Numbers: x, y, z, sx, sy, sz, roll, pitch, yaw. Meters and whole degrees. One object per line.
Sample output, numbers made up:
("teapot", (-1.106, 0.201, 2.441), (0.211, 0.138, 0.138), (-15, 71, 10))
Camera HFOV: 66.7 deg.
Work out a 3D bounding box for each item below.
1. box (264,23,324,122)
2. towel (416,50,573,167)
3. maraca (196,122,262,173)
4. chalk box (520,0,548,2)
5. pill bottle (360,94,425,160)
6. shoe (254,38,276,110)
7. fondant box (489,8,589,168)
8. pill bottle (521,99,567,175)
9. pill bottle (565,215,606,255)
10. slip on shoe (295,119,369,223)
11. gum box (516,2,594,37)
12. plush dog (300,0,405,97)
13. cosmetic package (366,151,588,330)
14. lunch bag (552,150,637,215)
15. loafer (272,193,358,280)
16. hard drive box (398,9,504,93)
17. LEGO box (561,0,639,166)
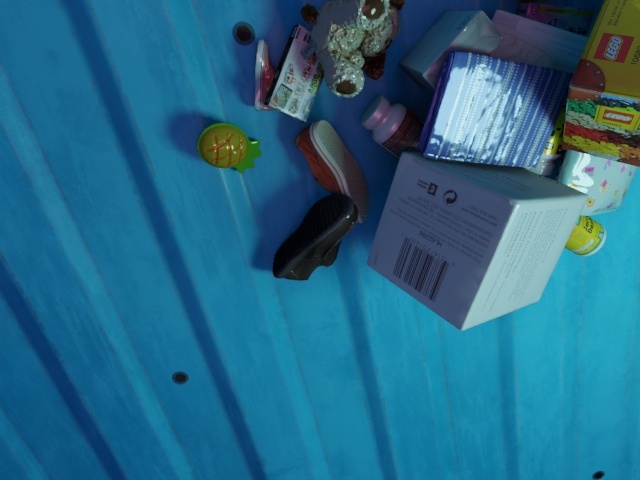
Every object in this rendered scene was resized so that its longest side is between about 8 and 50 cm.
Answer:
("box", (-0.052, -0.415, 1.224), (0.114, 0.036, 0.206), (19, 97, -30))
("towel", (0.407, -0.297, 1.141), (0.336, 0.040, 0.243), (3, 119, -18))
("maraca", (-0.241, -0.244, 1.298), (0.186, 0.099, 0.127), (18, 117, -42))
("chalk box", (0.503, -0.692, 1.143), (0.133, 0.132, 0.212), (16, 111, -12))
("pill bottle", (0.218, -0.288, 1.307), (0.216, 0.121, 0.121), (32, 108, -19))
("shoe", (-0.127, -0.420, 1.245), (0.081, 0.063, 0.177), (1, 120, -8))
("fondant box", (0.495, -0.381, 1.241), (0.238, 0.096, 0.330), (24, 121, 12))
("pill bottle", (0.620, -0.294, 1.349), (0.119, 0.119, 0.208), (2, 115, -7))
("pill bottle", (0.749, -0.044, 1.480), (0.209, 0.117, 0.117), (27, 110, -16))
("slip on shoe", (0.042, -0.182, 1.358), (0.101, 0.123, 0.331), (-11, 128, 37))
("gum box", (0.600, -0.547, 1.258), (0.189, 0.062, 0.107), (2, 115, -7))
("plush dog", (0.095, -0.503, 1.168), (0.226, 0.210, 0.262), (-18, 143, -36))
("cosmetic package", (0.396, -0.024, 1.254), (0.394, 0.329, 0.327), (-8, 122, -42))
("lunch bag", (0.746, -0.191, 1.355), (0.263, 0.160, 0.223), (-6, 119, -32))
("loafer", (0.000, 0.000, 1.392), (0.130, 0.133, 0.366), (21, 139, -27))
("hard drive box", (0.305, -0.455, 1.177), (0.089, 0.232, 0.181), (38, 107, -21))
("LEGO box", (0.716, -0.459, 1.046), (0.193, 0.372, 0.499), (22, 90, 26))
